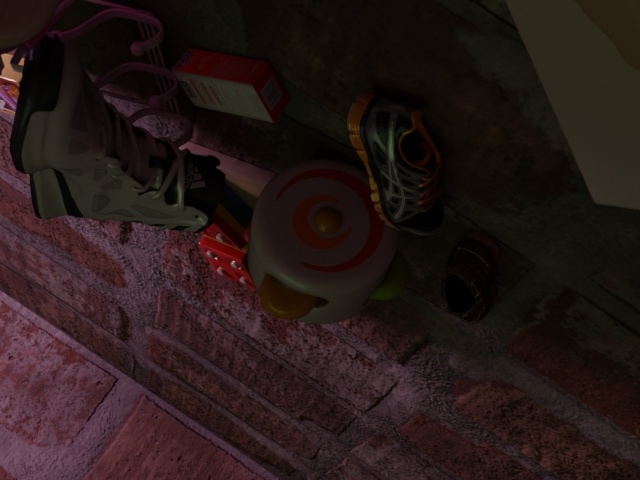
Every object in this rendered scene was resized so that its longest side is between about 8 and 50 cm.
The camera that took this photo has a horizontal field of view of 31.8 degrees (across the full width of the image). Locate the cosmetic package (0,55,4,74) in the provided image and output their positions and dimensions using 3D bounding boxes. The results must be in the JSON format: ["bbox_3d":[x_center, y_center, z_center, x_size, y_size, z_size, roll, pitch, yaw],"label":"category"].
[{"bbox_3d":[-0.704,-0.297,1.496,0.329,0.393,0.327,43,160,14],"label":"cosmetic package"}]

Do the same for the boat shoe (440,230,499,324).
[{"bbox_3d":[0.189,0.064,1.483,0.073,0.073,0.207,25,157,19],"label":"boat shoe"}]

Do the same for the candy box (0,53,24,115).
[{"bbox_3d":[-0.507,-0.253,1.829,0.186,0.053,0.109,19,154,36],"label":"candy box"}]

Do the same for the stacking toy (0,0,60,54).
[{"bbox_3d":[-0.362,-0.215,1.097,0.141,0.141,0.330,42,156,-17],"label":"stacking toy"}]

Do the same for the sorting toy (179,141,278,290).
[{"bbox_3d":[-0.094,-0.006,1.705,0.257,0.089,0.255,22,154,29],"label":"sorting toy"}]

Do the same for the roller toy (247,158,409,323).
[{"bbox_3d":[0.000,0.000,1.450,0.146,0.209,0.191,104,146,-65],"label":"roller toy"}]

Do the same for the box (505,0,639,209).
[{"bbox_3d":[0.242,-0.171,0.851,0.121,0.148,0.311,12,150,42],"label":"box"}]

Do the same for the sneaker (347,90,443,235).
[{"bbox_3d":[0.104,-0.079,1.304,0.083,0.084,0.215,9,146,37],"label":"sneaker"}]

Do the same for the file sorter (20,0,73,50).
[{"bbox_3d":[-0.318,-0.381,1.125,0.290,0.202,0.182,43,154,-20],"label":"file sorter"}]

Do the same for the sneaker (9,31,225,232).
[{"bbox_3d":[-0.243,-0.129,1.430,0.257,0.169,0.447,7,164,-6],"label":"sneaker"}]

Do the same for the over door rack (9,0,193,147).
[{"bbox_3d":[-0.340,-0.251,1.534,0.324,0.108,0.240,27,155,18],"label":"over door rack"}]

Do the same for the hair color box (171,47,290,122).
[{"bbox_3d":[-0.114,-0.197,1.414,0.141,0.043,0.072,16,151,36],"label":"hair color box"}]
